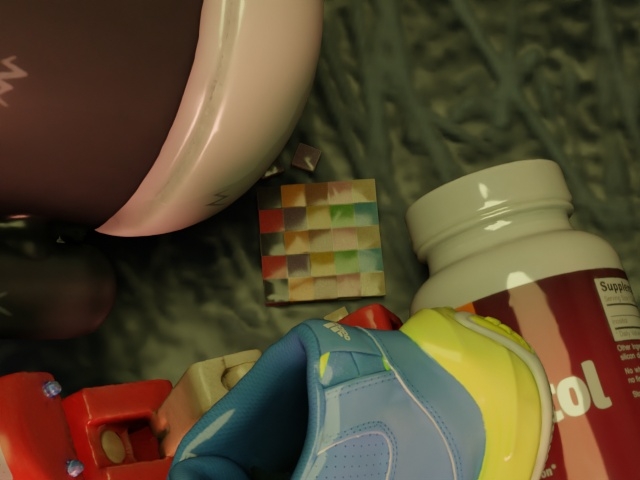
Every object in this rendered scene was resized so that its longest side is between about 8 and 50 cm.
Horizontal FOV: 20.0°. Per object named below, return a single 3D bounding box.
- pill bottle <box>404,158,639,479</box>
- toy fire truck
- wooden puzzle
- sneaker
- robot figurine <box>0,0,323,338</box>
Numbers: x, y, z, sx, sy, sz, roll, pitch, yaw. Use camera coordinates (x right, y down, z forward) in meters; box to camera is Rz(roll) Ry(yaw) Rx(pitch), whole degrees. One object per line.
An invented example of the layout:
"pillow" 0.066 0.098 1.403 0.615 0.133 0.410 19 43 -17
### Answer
"pill bottle" 0.084 0.051 0.687 0.086 0.086 0.152 -16 75 -5
"toy fire truck" -0.052 0.066 0.656 0.135 0.192 0.047 -26 74 22
"wooden puzzle" 0.000 0.000 0.741 0.049 0.006 0.083 -4 75 -1
"sneaker" -0.017 0.126 0.620 0.126 0.091 0.240 16 98 -36
"robot figurine" -0.134 -0.090 0.646 0.278 0.173 0.209 6 114 -33
